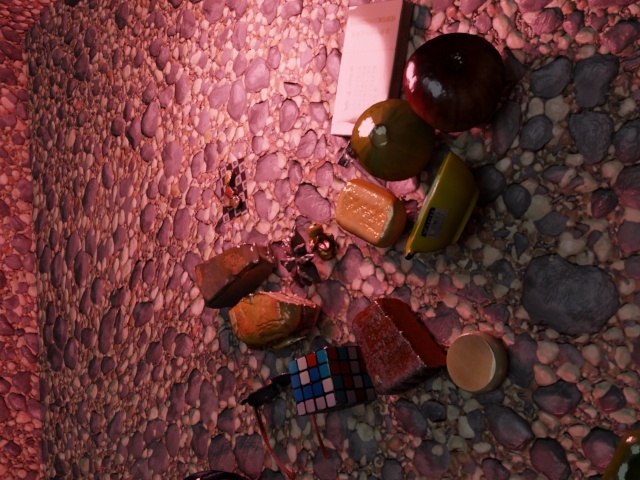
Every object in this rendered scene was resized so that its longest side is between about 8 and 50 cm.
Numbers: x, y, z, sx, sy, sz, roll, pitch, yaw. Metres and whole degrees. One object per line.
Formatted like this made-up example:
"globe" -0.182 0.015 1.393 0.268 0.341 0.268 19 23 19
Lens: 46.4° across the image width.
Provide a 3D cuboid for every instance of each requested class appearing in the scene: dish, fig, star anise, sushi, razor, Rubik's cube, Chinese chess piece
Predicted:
"dish" 0.295 -0.069 1.747 0.108 0.221 0.262 23 108 4
"fig" 0.309 -0.366 1.731 0.235 0.214 0.235 1 94 18
"star anise" -0.063 0.053 2.122 0.182 0.065 0.195 14 115 59
"sushi" -0.297 -0.170 2.448 0.139 0.031 0.201 -21 70 43
"fig" 0.167 -0.251 1.840 0.207 0.230 0.207 -6 81 46
"razor" 0.119 -0.186 2.021 0.211 0.036 0.084 50 121 38
"Rubik's cube" 0.030 0.367 1.954 0.154 0.155 0.151 -27 68 41
"Chinese chess piece" 0.358 0.277 1.700 0.144 0.058 0.144 -5 83 45

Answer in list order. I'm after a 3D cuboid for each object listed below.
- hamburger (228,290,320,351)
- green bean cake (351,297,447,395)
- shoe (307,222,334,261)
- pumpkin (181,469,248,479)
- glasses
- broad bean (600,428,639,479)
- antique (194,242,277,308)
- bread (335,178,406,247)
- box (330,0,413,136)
"hamburger" -0.137 0.227 2.144 0.282 0.155 0.245 33 112 39
"green bean cake" 0.191 0.252 1.844 0.198 0.097 0.233 -44 55 34
"shoe" 0.004 0.001 2.093 0.069 0.072 0.109 98 162 -64
"pumpkin" -0.310 0.847 2.161 0.363 0.266 0.364 -11 75 48
"glasses" -0.097 0.515 2.092 0.234 0.118 0.268 -39 58 34
"broad bean" 0.564 0.491 1.461 0.098 0.056 0.318 50 121 37
"antique" -0.255 0.093 2.303 0.284 0.125 0.150 -33 63 38
"bread" 0.137 -0.071 1.942 0.217 0.098 0.147 35 114 40
"box" 0.136 -0.460 2.029 0.204 0.051 0.365 10 92 45
